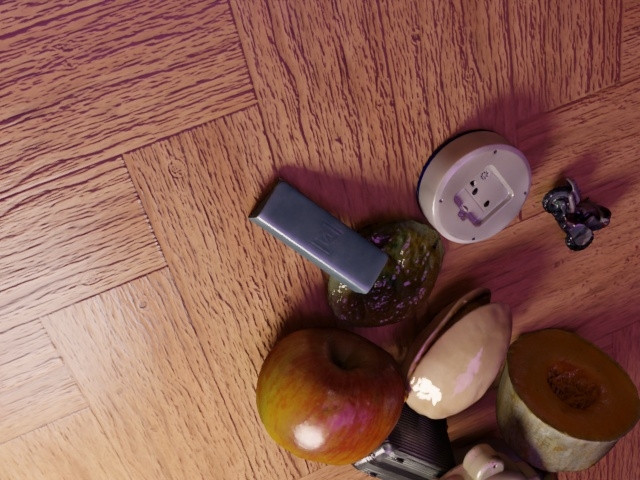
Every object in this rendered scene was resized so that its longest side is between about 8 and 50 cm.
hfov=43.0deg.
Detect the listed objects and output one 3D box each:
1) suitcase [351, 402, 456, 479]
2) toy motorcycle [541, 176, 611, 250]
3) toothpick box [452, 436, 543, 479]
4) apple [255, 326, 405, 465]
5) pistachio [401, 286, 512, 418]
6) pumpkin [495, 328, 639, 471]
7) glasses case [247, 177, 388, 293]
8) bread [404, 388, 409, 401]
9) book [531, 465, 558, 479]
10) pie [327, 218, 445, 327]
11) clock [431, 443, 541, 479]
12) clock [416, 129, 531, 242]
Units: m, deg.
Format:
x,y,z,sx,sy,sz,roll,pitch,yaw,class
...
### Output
x,y,z,sx,sy,sz,roll,pitch,yaw,class
0.191,0.461,1.891,0.128,0.202,0.312,-37,131,28,suitcase
0.574,-0.061,1.797,0.122,0.082,0.213,-40,130,6,toy motorcycle
0.413,0.635,2.097,0.316,0.229,0.229,-14,126,-17,toothpick box
0.009,0.328,1.666,0.301,0.301,0.301,-12,126,-17,apple
0.300,0.250,1.809,0.214,0.193,0.318,18,105,-43,pistachio
0.577,0.397,1.973,0.332,0.332,0.199,-7,138,-21,pumpkin
0.000,0.000,1.537,0.266,0.056,0.105,35,104,-19,glasses case
0.143,0.346,1.772,0.062,0.049,0.103,31,119,-22,bread
0.576,0.639,2.188,0.026,0.231,0.161,28,111,-1,book
0.141,0.073,1.689,0.277,0.078,0.277,-12,128,-16,pie
0.344,0.617,1.862,0.284,0.114,0.309,32,99,-37,clock
0.313,-0.106,1.648,0.230,0.083,0.230,-11,126,-16,clock
